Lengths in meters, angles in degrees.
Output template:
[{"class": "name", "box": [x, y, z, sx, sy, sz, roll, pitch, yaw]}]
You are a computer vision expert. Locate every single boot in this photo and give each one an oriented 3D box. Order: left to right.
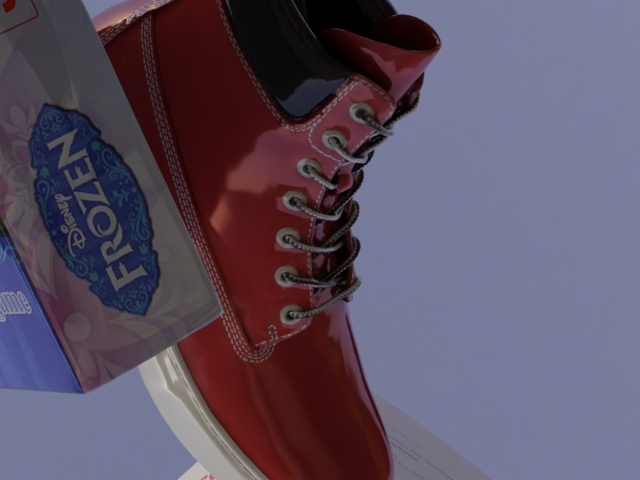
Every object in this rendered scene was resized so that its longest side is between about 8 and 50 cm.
[{"class": "boot", "box": [0.000, 0.000, 0.804, 0.088, 0.176, 0.244, -37, -77, -49]}]

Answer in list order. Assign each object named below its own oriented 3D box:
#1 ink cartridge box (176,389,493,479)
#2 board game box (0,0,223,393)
[{"class": "ink cartridge box", "box": [0.015, 0.222, 1.119, 0.168, 0.171, 0.232, 38, -159, -31]}, {"class": "board game box", "box": [-0.198, -0.096, 0.772, 0.066, 0.319, 0.318, -30, -78, -29]}]
